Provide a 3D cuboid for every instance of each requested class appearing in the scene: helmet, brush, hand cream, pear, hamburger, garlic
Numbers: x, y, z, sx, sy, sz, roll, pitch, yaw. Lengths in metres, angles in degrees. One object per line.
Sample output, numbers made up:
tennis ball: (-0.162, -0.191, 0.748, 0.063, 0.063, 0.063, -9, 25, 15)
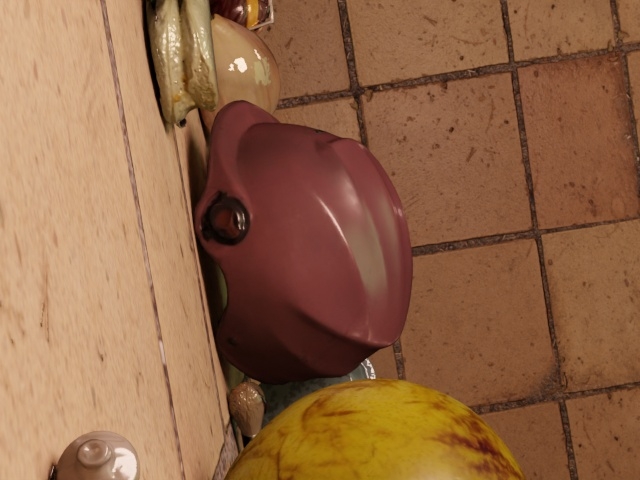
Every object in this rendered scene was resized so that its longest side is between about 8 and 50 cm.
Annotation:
helmet: (0.000, 0.000, 1.235, 0.271, 0.197, 0.339, -5, 93, -64)
brush: (-0.069, 0.291, 1.279, 0.039, 0.042, 0.299, 27, -47, 47)
hand cream: (-0.095, 0.139, 0.500, 0.165, 0.037, 0.057, 91, -8, -50)
pear: (0.046, 0.249, 0.835, 0.283, 0.283, 0.284, 171, -90, -90)
hamburger: (-0.134, -0.188, 1.050, 0.133, 0.062, 0.140, 88, -9, -55)
garlic: (-0.123, -0.198, 1.489, 0.207, 0.128, 0.115, 90, 16, -45)

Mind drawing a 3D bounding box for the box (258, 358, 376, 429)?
box: (0.007, 0.265, 1.406, 0.130, 0.162, 0.227, 44, 33, -74)

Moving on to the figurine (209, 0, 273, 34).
figurine: (-0.135, -0.328, 1.717, 0.240, 0.115, 0.175, 101, -17, -71)

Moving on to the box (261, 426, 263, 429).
box: (-0.080, 0.284, 1.427, 0.126, 0.026, 0.125, 79, -2, -51)
